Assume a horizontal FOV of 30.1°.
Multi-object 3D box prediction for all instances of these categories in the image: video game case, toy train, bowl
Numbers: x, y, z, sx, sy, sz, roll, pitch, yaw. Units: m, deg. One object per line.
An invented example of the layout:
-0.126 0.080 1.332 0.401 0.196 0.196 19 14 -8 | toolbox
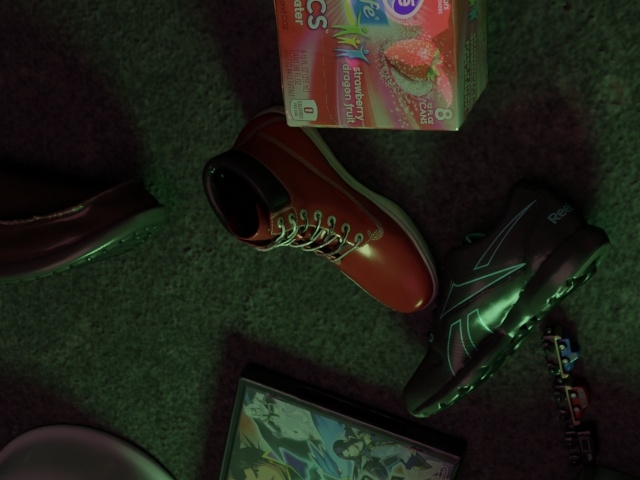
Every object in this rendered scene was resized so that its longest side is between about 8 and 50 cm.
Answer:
0.006 0.292 1.298 0.248 0.035 0.275 19 119 11 | video game case
0.243 0.151 1.149 0.036 0.027 0.158 -10 111 20 | toy train
-0.292 0.375 1.392 0.297 0.134 0.298 8 118 17 | bowl

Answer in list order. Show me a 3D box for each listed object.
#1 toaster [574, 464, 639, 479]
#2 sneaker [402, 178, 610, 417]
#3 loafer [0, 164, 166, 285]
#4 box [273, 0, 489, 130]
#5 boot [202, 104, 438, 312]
0.299 0.325 1.163 0.168 0.110 0.186 21 120 9 | toaster
0.154 0.058 1.114 0.106 0.101 0.267 46 119 15 | sneaker
-0.333 -0.020 1.217 0.365 0.134 0.130 -11 94 20 | loafer
0.051 -0.252 0.960 0.154 0.142 0.300 3 116 19 | box
0.000 0.000 1.080 0.244 0.176 0.088 45 119 -6 | boot
